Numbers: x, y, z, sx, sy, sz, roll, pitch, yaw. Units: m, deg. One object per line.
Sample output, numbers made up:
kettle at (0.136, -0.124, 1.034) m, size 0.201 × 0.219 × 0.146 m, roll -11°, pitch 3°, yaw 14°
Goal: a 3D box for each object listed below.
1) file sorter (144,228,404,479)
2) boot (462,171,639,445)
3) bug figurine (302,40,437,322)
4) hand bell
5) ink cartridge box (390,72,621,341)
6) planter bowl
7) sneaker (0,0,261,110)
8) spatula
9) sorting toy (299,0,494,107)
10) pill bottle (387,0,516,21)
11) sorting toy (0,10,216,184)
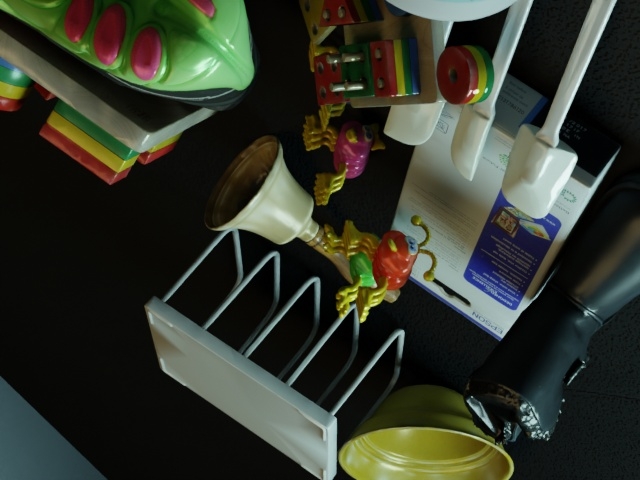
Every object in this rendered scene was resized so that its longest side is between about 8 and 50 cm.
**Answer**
file sorter at (-0.054, 0.137, 1.776) m, size 0.278 × 0.173 × 0.193 m, roll 32°, pitch 155°, yaw 17°
boot at (0.227, 0.072, 1.244) m, size 0.094 × 0.207 × 0.246 m, roll 36°, pitch 154°, yaw 6°
bug figurine at (0.042, -0.053, 1.344) m, size 0.216 × 0.072 × 0.279 m, roll 112°, pitch 149°, yaw -71°
hand bell at (0.000, 0.000, 1.589) m, size 0.242 × 0.126 × 0.126 m, roll 37°, pitch 158°, yaw -24°
ink cartridge box at (0.161, -0.031, 1.333) m, size 0.165 × 0.065 × 0.332 m, roll 34°, pitch 153°, yaw 10°
planter bowl at (0.134, 0.241, 1.753) m, size 0.217 × 0.090 × 0.217 m, roll 4°, pitch 148°, yaw 2°
sneaker at (-0.247, -0.263, 1.350) m, size 0.483 × 0.185 × 0.202 m, roll 41°, pitch 178°, yaw 26°
spatula at (0.150, -0.140, 1.135) m, size 0.168 × 0.019 × 0.242 m, roll 34°, pitch 134°, yaw 19°
sorting toy at (0.041, -0.178, 1.177) m, size 0.274 × 0.046 × 0.132 m, roll 7°, pitch 104°, yaw 59°
pill bottle at (0.100, -0.274, 0.910) m, size 0.146 × 0.146 × 0.264 m, roll 34°, pitch 155°, yaw 12°
sorting toy at (-0.257, -0.169, 1.447) m, size 0.255 × 0.089 × 0.257 m, roll 35°, pitch -160°, yaw 3°
